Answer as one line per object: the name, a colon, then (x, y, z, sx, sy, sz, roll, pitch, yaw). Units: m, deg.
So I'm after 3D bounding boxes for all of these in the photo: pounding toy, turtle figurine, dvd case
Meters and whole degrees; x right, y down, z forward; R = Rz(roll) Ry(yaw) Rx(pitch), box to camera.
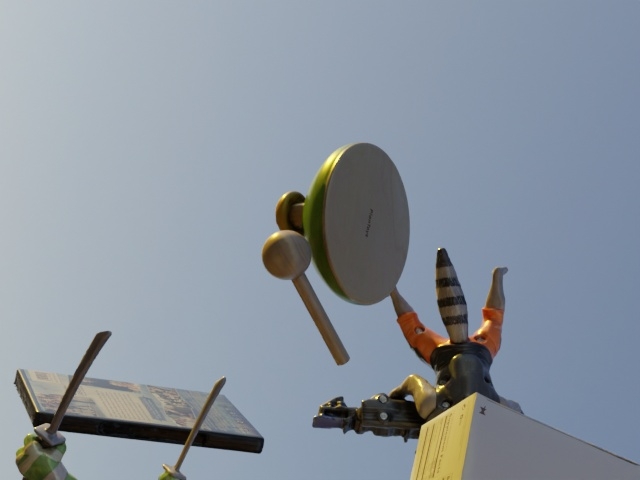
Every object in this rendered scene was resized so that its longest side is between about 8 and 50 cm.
pounding toy: (0.000, 0.000, 1.525, 0.110, 0.237, 0.183, -2, -51, 34)
turtle figurine: (-0.218, 0.230, 1.278, 0.266, 0.198, 0.274, -17, -90, 22)
dvd case: (-0.205, 0.190, 1.519, 0.180, 0.253, 0.022, -152, -107, -69)

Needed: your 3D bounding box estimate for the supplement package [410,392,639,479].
supplement package: (0.250, 0.345, 1.683, 0.145, 0.262, 0.204, -46, -156, 54)

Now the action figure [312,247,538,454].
action figure: (0.158, 0.195, 2.007, 0.178, 0.341, 0.330, 99, -14, -59)
